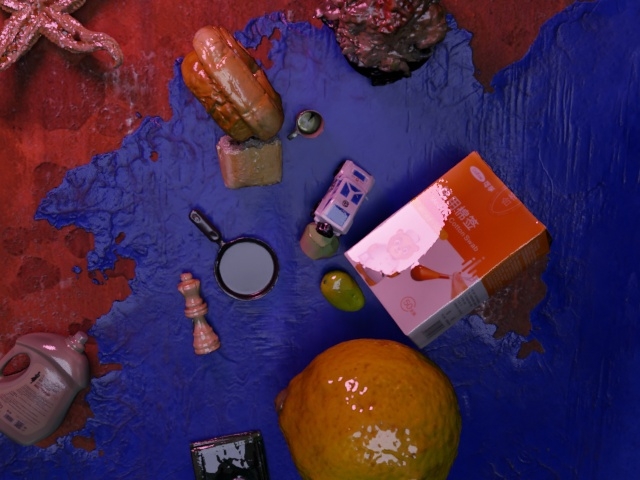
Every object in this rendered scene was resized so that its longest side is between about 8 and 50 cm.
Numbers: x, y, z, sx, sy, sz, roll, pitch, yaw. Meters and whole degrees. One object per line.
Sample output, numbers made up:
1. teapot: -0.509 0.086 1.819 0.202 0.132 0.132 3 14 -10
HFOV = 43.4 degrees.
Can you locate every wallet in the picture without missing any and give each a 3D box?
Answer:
1. wallet: -0.189 0.540 1.759 0.160 0.055 0.236 -10 103 -10

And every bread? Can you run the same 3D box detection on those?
1. bread: -0.161 -0.287 1.497 0.120 0.198 0.236 -36 106 10
2. bread: -0.141 -0.160 1.586 0.125 0.082 0.106 -9 130 -13

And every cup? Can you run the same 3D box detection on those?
1. cup: -0.028 -0.223 1.584 0.054 0.083 0.075 26 98 -11

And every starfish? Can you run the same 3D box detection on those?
1. starfish: -0.523 -0.434 1.478 0.375 0.094 0.327 28 88 -5

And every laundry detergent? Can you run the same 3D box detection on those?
1. laundry detergent: -0.566 0.282 1.639 0.181 0.091 0.253 41 96 -7

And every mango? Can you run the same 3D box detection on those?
1. mango: 0.048 0.108 1.682 0.108 0.056 0.073 37 102 -15

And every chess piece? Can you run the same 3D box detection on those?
1. chess piece: -0.256 0.149 1.662 0.060 0.060 0.172 -16 101 -2

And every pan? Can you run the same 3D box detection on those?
1. pan: -0.184 0.022 1.652 0.136 0.028 0.235 -40 107 3

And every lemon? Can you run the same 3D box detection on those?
1. lemon: 0.097 0.365 1.604 0.387 0.350 0.349 22 100 -3

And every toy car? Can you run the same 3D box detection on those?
1. toy car: 0.045 -0.080 1.604 0.080 0.070 0.170 35 67 -12

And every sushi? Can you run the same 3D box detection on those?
1. sushi: 0.125 -0.408 1.491 0.238 0.219 0.225 -29 100 0

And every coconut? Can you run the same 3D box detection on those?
1. coconut: 0.000 0.000 1.642 0.082 0.083 0.081 -2 142 -17

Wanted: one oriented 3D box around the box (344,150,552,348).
1. box: 0.254 0.019 1.590 0.341 0.143 0.225 -38 65 2
